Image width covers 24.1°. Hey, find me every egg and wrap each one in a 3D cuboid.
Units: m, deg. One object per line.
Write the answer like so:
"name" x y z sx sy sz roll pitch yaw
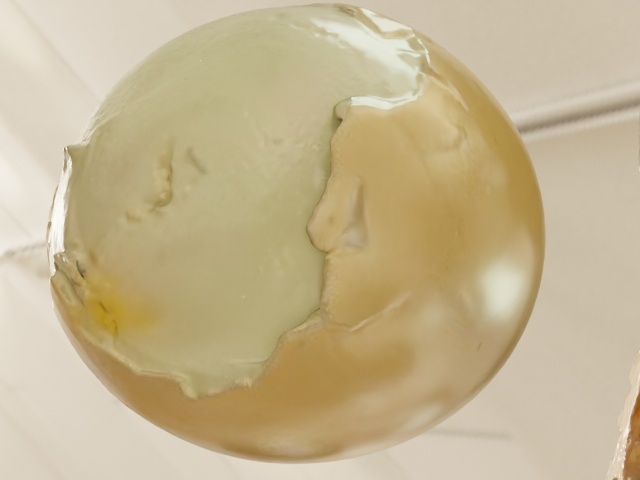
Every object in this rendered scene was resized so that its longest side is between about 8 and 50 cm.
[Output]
"egg" 0.000 0.000 0.664 0.201 0.201 0.244 29 5 37

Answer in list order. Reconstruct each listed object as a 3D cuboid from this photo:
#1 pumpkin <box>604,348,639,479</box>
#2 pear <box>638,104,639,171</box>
"pumpkin" 0.305 0.122 1.116 0.149 0.254 0.130 16 -3 11
"pear" 0.326 -0.110 0.910 0.287 0.287 0.375 38 -59 20
